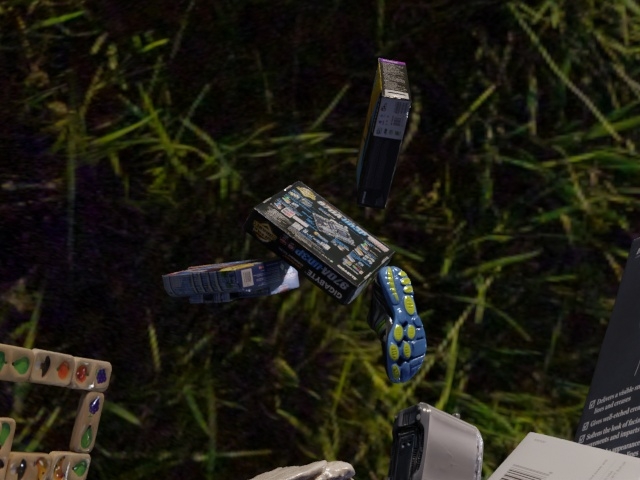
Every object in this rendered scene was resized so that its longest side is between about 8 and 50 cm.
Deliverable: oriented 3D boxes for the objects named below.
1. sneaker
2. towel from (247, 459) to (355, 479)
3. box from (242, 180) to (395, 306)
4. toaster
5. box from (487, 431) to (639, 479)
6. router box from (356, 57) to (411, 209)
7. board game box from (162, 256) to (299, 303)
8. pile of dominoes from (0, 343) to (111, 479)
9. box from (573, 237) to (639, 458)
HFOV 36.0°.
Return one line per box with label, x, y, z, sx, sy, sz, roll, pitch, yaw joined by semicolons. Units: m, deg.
sneaker;0.115;0.134;1.525;0.067;0.078;0.188;5;59;-22
towel;-0.118;0.230;0.717;0.282;0.187;0.049;-18;80;-21
box;0.000;0.000;1.670;0.220;0.051;0.175;37;30;9
toaster;0.211;0.422;1.831;0.146;0.129;0.227;20;62;-18
box;0.253;0.316;1.029;0.181;0.182;0.119;-40;112;-27
router box;0.089;-0.155;1.429;0.046;0.133;0.179;9;122;-5
board game box;-0.168;0.071;1.663;0.194;0.194;0.060;-11;94;-61
pile of dominoes;-0.256;0.188;0.822;0.251;0.040;0.196;27;71;-64
box;0.491;0.152;1.156;0.212;0.293;0.396;30;62;-8
